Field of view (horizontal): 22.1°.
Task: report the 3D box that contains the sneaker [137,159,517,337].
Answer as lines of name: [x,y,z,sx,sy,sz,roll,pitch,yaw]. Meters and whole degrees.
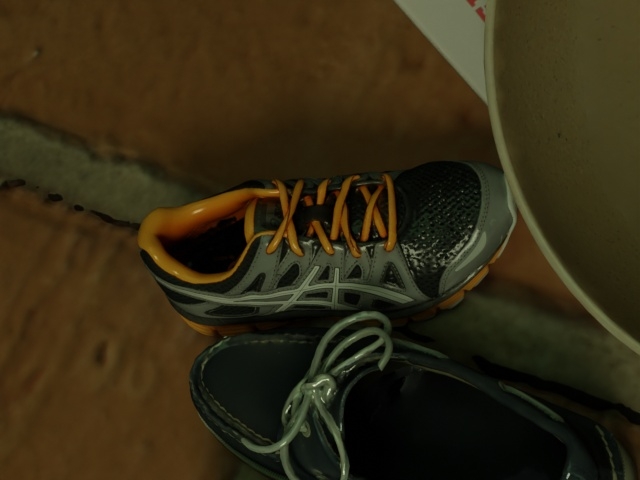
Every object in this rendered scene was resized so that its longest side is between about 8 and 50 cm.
sneaker: [0.000,0.000,0.867,0.214,0.083,0.084,-16,58,22]

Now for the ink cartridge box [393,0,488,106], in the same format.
ink cartridge box: [0.163,-0.206,0.784,0.306,0.226,0.131,-38,52,11]

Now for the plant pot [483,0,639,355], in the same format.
plant pot: [0.236,-0.080,0.677,0.284,0.191,0.284,4,97,34]

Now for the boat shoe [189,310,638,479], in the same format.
boat shoe: [0.029,0.090,0.807,0.254,0.079,0.095,19,78,36]
